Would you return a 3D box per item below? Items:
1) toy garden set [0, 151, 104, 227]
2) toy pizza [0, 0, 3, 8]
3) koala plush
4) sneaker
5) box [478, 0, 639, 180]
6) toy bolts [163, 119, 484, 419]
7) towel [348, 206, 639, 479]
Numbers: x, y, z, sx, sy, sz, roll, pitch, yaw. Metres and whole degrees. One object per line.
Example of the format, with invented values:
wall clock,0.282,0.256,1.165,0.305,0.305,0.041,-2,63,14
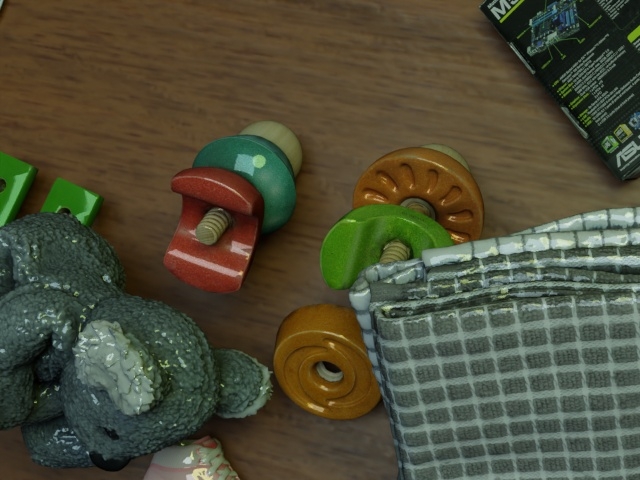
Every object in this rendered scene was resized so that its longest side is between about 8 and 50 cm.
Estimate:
toy garden set,-0.330,0.012,0.985,0.244,0.049,0.203,23,86,15
toy pizza,-0.385,-0.247,1.044,0.201,0.032,0.201,-2,81,13
koala plush,-0.162,0.087,0.830,0.221,0.196,0.203,10,83,36
sneaker,-0.080,0.197,0.892,0.134,0.051,0.070,15,90,19
box,0.244,-0.173,0.842,0.191,0.045,0.184,-44,70,28
toy bolts,0.000,0.000,0.888,0.228,0.158,0.218,23,128,6
towel,0.176,0.104,0.744,0.284,0.121,0.235,-10,122,9
